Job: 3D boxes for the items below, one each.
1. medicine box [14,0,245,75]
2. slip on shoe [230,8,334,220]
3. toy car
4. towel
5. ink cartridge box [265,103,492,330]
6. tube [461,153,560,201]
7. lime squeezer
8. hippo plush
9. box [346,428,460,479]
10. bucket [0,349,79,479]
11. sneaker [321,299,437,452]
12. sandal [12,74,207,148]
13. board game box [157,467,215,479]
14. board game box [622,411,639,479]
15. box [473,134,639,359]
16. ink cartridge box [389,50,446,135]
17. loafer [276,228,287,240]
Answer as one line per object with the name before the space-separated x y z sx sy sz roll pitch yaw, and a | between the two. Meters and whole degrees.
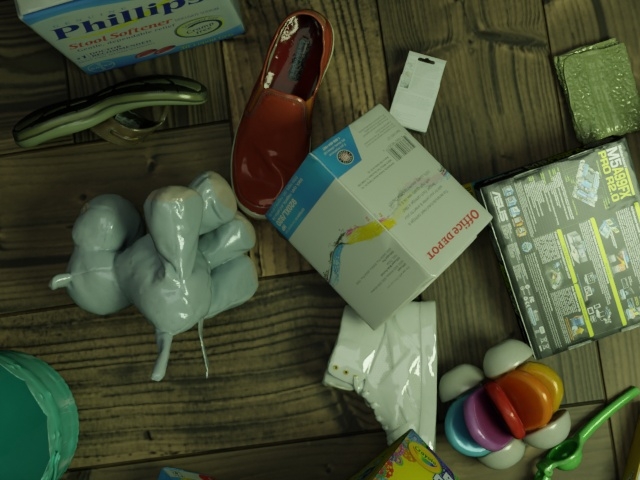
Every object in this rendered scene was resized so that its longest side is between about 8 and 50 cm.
medicine box | -0.268 -0.370 1.321 0.263 0.289 0.149 -14 85 3
slip on shoe | -0.060 -0.193 1.389 0.123 0.101 0.331 17 89 4
toy car | 0.250 0.241 1.303 0.182 0.136 0.159 -33 85 27
towel | 0.419 -0.223 1.391 0.110 0.027 0.148 -15 84 2
ink cartridge box | 0.080 -0.031 1.302 0.233 0.168 0.171 46 49 6
tube | 0.270 -0.068 1.384 0.207 0.052 0.080 -21 79 7
lime squeezer | 0.365 0.343 1.342 0.110 0.059 0.310 20 87 6
hippo plush | -0.244 0.043 1.362 0.236 0.234 0.294 2 85 30
box | 0.103 0.464 1.235 0.290 0.177 0.279 47 123 5
bucket | -0.495 0.285 1.348 0.281 0.183 0.281 0 86 5
sneaker | 0.087 0.234 1.352 0.169 0.108 0.293 0 76 6
sandal | -0.314 -0.185 1.415 0.302 0.120 0.086 -15 113 5
board game box | -0.174 0.506 1.252 0.086 0.302 0.308 19 87 -30
board game box | 0.542 0.416 1.319 0.242 0.064 0.317 16 88 5
box | 0.365 0.011 1.333 0.216 0.060 0.270 -20 99 2
ink cartridge box | 0.146 -0.223 1.411 0.062 0.029 0.115 17 86 6
loafer | 0.000 0.000 1.395 0.148 0.050 0.056 18 88 5
